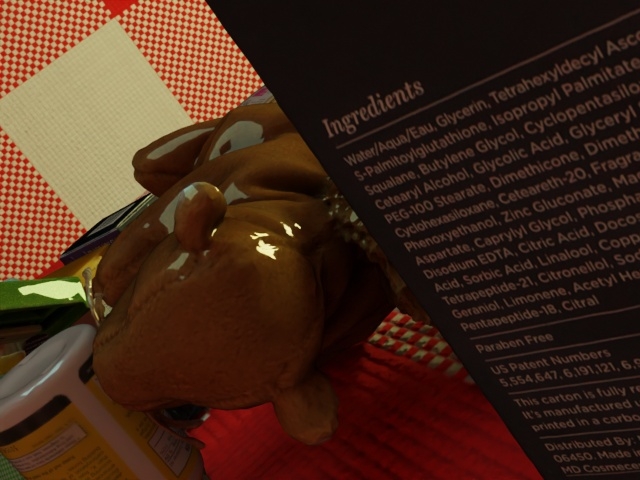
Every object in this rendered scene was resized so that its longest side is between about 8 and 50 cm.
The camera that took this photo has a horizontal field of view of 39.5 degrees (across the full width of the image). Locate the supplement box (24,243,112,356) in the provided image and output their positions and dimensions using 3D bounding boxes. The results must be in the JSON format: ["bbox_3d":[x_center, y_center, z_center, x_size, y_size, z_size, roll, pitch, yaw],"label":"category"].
[{"bbox_3d":[-0.308,0.141,1.166,0.191,0.194,0.129,-23,20,40],"label":"supplement box"}]

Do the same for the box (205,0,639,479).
[{"bbox_3d":[0.171,-0.094,0.467,0.212,0.395,0.293,-20,23,45],"label":"box"}]

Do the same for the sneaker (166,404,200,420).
[{"bbox_3d":[-0.149,0.155,1.027,0.209,0.069,0.082,-44,14,-24],"label":"sneaker"}]

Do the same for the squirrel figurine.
[{"bbox_3d":[0.000,0.000,0.715,0.397,0.281,0.370,-21,5,11],"label":"squirrel figurine"}]

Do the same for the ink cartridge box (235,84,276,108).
[{"bbox_3d":[-0.035,-0.166,1.470,0.088,0.193,0.235,-38,15,-8],"label":"ink cartridge box"}]

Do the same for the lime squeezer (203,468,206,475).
[{"bbox_3d":[-0.249,0.291,0.912,0.310,0.059,0.110,-34,46,3],"label":"lime squeezer"}]

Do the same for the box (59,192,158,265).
[{"bbox_3d":[-0.224,0.053,1.217,0.153,0.207,0.108,-23,20,43],"label":"box"}]

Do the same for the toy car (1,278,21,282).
[{"bbox_3d":[-0.459,0.183,1.477,0.219,0.210,0.238,-43,-17,29],"label":"toy car"}]

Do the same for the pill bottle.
[{"bbox_3d":[-0.174,0.182,0.742,0.119,0.208,0.119,-33,16,11],"label":"pill bottle"}]

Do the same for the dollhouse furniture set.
[{"bbox_3d":[-0.370,0.194,0.990,0.301,0.197,0.151,-36,-19,36],"label":"dollhouse furniture set"}]
